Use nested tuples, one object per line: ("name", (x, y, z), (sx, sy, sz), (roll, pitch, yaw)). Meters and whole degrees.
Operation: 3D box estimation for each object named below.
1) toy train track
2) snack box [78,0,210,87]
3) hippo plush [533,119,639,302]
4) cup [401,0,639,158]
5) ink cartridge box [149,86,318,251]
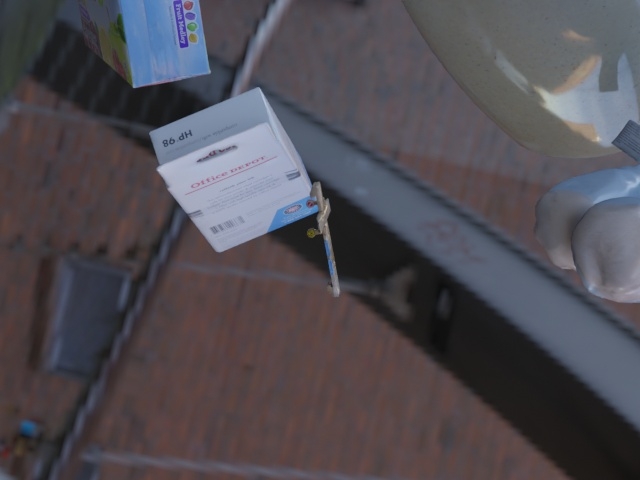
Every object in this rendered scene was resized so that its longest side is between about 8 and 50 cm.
("toy train track", (0.000, 0.000, 1.294), (0.048, 0.014, 0.083), (-67, 148, -68))
("snack box", (-0.154, -0.228, 1.473), (0.207, 0.070, 0.174), (-139, -140, -65))
("hippo plush", (0.304, 0.048, 1.478), (0.294, 0.234, 0.236), (-117, -168, -72))
("cup", (0.234, -0.217, 1.670), (0.331, 0.331, 0.237), (-73, 151, -55))
("ink cartridge box", (-0.076, -0.066, 1.571), (0.180, 0.104, 0.060), (59, 10, -63))
